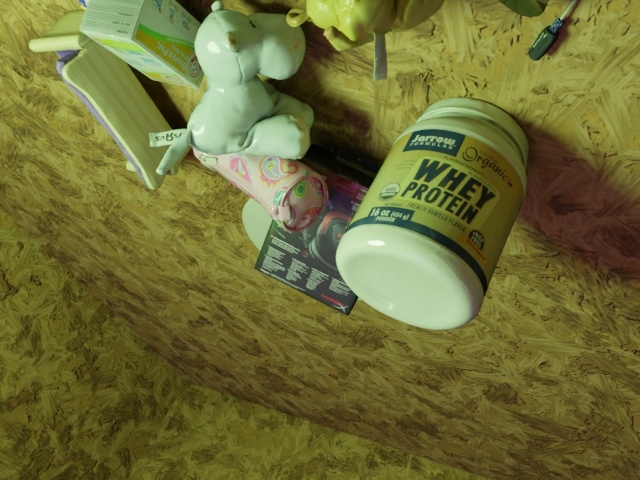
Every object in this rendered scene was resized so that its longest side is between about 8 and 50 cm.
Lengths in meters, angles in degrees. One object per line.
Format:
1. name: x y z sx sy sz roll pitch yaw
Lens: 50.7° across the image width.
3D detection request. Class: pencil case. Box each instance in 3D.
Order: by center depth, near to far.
1. pencil case: -0.114 -0.126 1.230 0.284 0.124 0.124 37 160 35

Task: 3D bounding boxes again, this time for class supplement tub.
1. supplement tub: 0.185 -0.046 1.053 0.228 0.316 0.228 22 151 13

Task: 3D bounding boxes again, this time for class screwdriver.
1. screwdriver: 0.311 -0.289 0.854 0.024 0.025 0.170 29 153 1

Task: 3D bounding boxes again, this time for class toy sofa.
1. toy sofa: -0.429 -0.279 1.396 0.150 0.177 0.363 9 146 33

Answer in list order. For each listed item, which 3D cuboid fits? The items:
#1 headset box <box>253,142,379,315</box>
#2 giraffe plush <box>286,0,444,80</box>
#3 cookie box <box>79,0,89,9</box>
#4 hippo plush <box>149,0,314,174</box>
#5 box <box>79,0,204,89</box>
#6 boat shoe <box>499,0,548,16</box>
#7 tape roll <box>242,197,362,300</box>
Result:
1. headset box: 0.026 -0.035 1.325 0.218 0.110 0.293 25 115 7
2. giraffe plush: 0.046 -0.332 0.892 0.181 0.210 0.170 3 -160 -32
3. cookie box: -0.397 -0.456 1.222 0.091 0.040 0.107 25 152 8
4. hippo plush: -0.143 -0.277 1.127 0.294 0.234 0.237 -7 126 -17
5. box: -0.285 -0.350 1.146 0.114 0.103 0.203 16 176 23
6. boat shoe: 0.196 -0.360 0.798 0.223 0.073 0.080 36 175 -18
7. tape roll: 0.000 0.000 1.564 0.391 0.072 0.392 22 151 13
